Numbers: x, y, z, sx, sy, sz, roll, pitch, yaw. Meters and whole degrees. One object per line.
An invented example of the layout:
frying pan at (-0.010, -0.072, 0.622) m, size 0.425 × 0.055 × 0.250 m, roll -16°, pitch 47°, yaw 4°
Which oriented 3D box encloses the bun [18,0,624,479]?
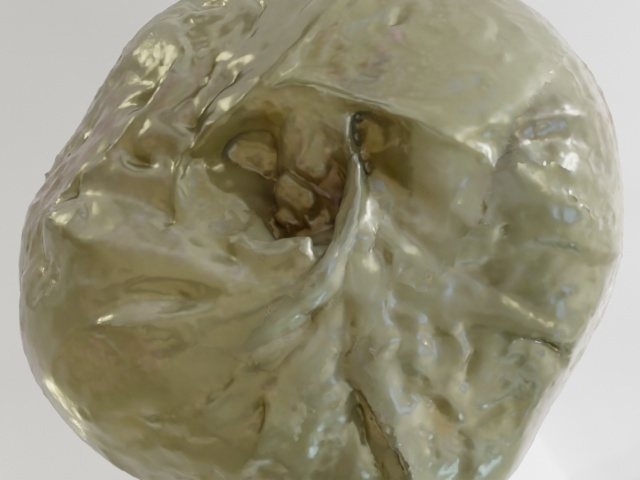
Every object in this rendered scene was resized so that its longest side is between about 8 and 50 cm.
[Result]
bun at (0.000, 0.000, 0.958) m, size 0.361 × 0.213 × 0.361 m, roll 0°, pitch -95°, yaw 3°
